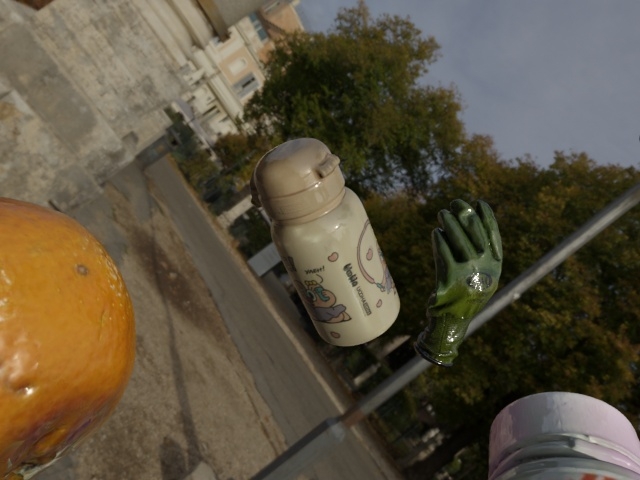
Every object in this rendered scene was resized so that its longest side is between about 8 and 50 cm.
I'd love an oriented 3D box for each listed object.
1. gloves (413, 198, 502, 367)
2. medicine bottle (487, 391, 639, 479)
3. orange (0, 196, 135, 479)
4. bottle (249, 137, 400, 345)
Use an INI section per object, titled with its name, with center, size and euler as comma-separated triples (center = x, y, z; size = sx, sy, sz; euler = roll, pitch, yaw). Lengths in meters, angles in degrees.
[gloves]
center = 0.220, 0.066, 0.814
size = 0.107, 0.267, 0.135
euler = 11, 1, 40
[medicine bottle]
center = 0.310, 0.361, 0.623
size = 0.241, 0.241, 0.302
euler = 54, 28, -16
[orange]
center = -0.226, 0.077, 0.329
size = 0.170, 0.224, 0.224
euler = 47, -5, 12
[bottle]
center = 0.000, 0.000, 0.523
size = 0.110, 0.097, 0.209
euler = -1, -55, 39
